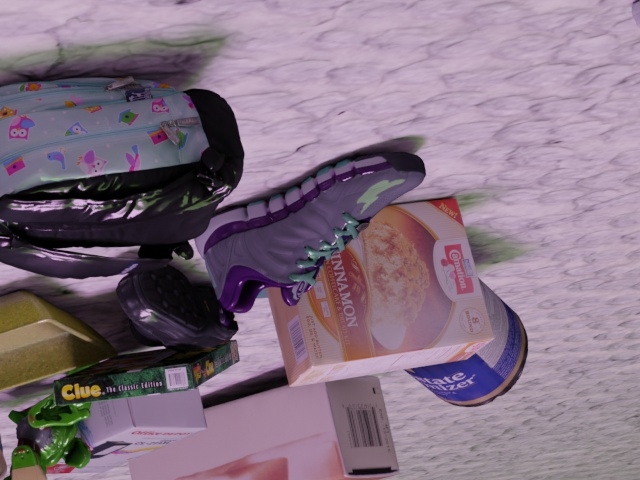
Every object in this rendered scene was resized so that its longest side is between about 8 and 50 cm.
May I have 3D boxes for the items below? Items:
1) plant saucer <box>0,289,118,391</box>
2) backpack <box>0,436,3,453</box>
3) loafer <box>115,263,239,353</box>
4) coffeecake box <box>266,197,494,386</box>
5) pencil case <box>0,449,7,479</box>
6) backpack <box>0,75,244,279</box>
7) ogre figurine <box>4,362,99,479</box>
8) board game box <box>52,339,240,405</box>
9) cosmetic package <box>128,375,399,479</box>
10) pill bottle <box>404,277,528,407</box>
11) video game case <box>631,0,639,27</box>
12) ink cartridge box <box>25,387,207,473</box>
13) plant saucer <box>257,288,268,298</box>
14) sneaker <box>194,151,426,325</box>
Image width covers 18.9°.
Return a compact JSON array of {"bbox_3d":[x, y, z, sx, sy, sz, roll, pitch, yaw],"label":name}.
[{"bbox_3d":[-0.310,0.098,1.809,0.188,0.045,0.188,-17,163,9],"label":"plant saucer"},{"bbox_3d":[-0.405,0.240,2.098,0.114,0.105,0.084,9,148,-34],"label":"backpack"},{"bbox_3d":[-0.145,0.073,1.807,0.078,0.076,0.223,-26,165,11],"label":"loafer"},{"bbox_3d":[0.050,0.046,1.766,0.185,0.142,0.068,-7,163,-23],"label":"coffeecake box"},{"bbox_3d":[-0.467,0.333,1.998,0.184,0.160,0.410,11,124,-27],"label":"pencil case"},{"bbox_3d":[-0.160,-0.048,1.336,0.182,0.115,0.152,-5,150,-25],"label":"backpack"},{"bbox_3d":[-0.292,0.210,2.055,0.097,0.197,0.118,14,180,0],"label":"ogre figurine"},{"bbox_3d":[-0.168,0.130,1.910,0.136,0.030,0.260,-5,-179,7],"label":"board game box"},{"bbox_3d":[-0.073,0.260,2.350,0.296,0.129,0.153,-18,168,28],"label":"cosmetic package"},{"bbox_3d":[0.117,0.080,1.940,0.123,0.122,0.219,-20,149,20],"label":"pill bottle"},{"bbox_3d":[0.372,-0.198,1.443,0.212,0.023,0.193,-27,160,36],"label":"video game case"},{"bbox_3d":[-0.236,0.206,2.176,0.175,0.072,0.127,-25,160,34],"label":"ink cartridge box"},{"bbox_3d":[-0.038,0.032,1.861,0.119,0.021,0.119,-13,164,-4],"label":"plant saucer"},{"bbox_3d":[0.000,0.000,1.651,0.224,0.098,0.083,-22,162,26],"label":"sneaker"}]
